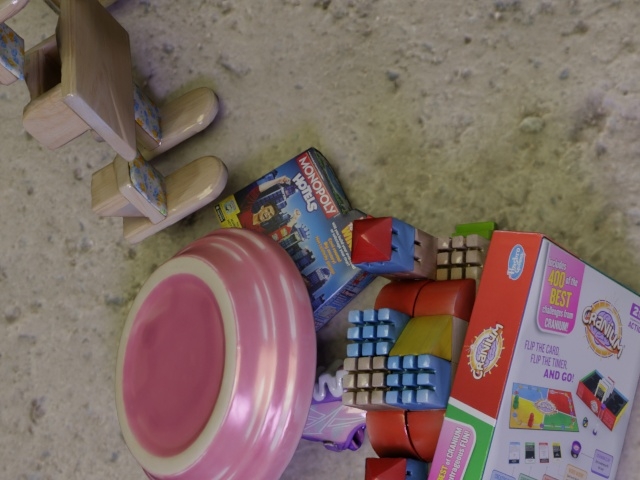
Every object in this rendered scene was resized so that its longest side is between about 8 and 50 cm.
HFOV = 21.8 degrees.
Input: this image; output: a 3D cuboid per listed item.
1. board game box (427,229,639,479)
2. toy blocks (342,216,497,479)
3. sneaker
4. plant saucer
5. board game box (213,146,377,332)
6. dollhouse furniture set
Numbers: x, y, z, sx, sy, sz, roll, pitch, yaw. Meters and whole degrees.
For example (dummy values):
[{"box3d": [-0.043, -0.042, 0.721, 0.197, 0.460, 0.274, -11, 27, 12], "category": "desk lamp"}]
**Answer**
[{"box3d": [0.227, 0.177, 1.702, 0.064, 0.242, 0.317, 6, 74, 42], "category": "board game box"}, {"box3d": [0.121, 0.138, 1.743, 0.190, 0.261, 0.381, -5, 75, 32], "category": "toy blocks"}, {"box3d": [-0.001, 0.199, 1.907, 0.236, 0.095, 0.105, -19, 100, 24], "category": "sneaker"}, {"box3d": [-0.135, 0.146, 1.889, 0.332, 0.084, 0.332, -17, 69, 50], "category": "plant saucer"}, {"box3d": [0.000, 0.000, 1.947, 0.194, 0.060, 0.194, -29, 72, 15], "category": "board game box"}, {"box3d": [-0.235, -0.276, 1.940, 0.256, 0.362, 0.394, -29, 42, 18], "category": "dollhouse furniture set"}]
